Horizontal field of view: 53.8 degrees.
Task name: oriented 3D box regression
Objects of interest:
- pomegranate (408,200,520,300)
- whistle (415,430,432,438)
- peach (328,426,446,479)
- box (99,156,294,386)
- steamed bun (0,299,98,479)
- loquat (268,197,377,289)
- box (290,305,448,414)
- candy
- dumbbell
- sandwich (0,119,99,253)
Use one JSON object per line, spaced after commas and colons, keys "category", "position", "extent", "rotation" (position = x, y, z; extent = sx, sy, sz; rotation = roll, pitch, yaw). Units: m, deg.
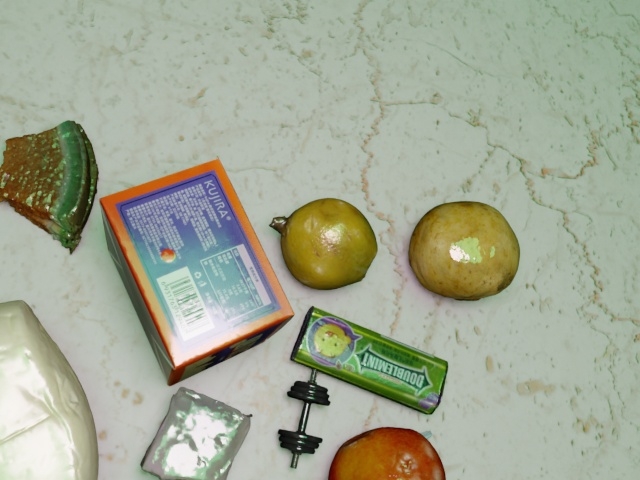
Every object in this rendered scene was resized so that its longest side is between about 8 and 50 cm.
{"category": "pomegranate", "position": [0.338, 0.026, 1.492], "extent": [0.261, 0.260, 0.260], "rotation": [4, 71, -13]}
{"category": "whistle", "position": [0.206, 0.451, 1.423], "extent": [0.100, 0.035, 0.035], "rotation": [-14, 76, -19]}
{"category": "peach", "position": [0.138, 0.496, 1.304], "extent": [0.244, 0.199, 0.243], "rotation": [-1, 46, 1]}
{"category": "box", "position": [-0.253, 0.073, 1.277], "extent": [0.257, 0.318, 0.348], "rotation": [-23, 78, -20]}
{"category": "steamed bun", "position": [-0.599, 0.355, 1.113], "extent": [0.372, 0.290, 0.455], "rotation": [-14, 78, -24]}
{"category": "loquat", "position": [0.000, 0.000, 1.428], "extent": [0.246, 0.213, 0.213], "rotation": [24, 68, -13]}
{"category": "box", "position": [0.115, 0.272, 1.425], "extent": [0.346, 0.097, 0.134], "rotation": [24, 68, -6]}
{"category": "candy", "position": [-0.241, 0.407, 1.267], "extent": [0.185, 0.137, 0.195], "rotation": [27, 65, -5]}
{"category": "dumbbell", "position": [-0.034, 0.378, 1.346], "extent": [0.099, 0.099, 0.208], "rotation": [16, 73, -9]}
{"category": "sandwich", "position": [-0.588, -0.143, 1.375], "extent": [0.212, 0.109, 0.291], "rotation": [18, 69, -9]}
